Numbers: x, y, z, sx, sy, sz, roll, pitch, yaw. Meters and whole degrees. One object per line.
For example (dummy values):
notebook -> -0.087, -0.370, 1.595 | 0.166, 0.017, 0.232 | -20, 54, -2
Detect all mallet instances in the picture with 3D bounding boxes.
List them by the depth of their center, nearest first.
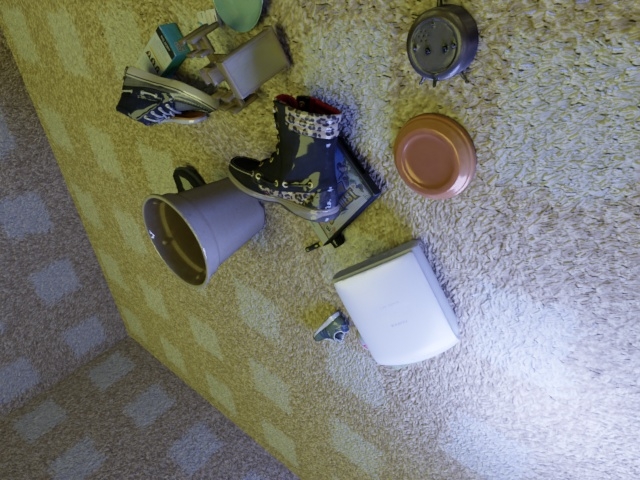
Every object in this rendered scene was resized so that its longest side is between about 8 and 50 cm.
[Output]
mallet -> 0.000, 0.000, 1.368 | 0.189, 0.039, 0.063 | -13, 106, 54

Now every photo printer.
photo printer -> 0.207, 0.183, 1.167 | 0.255, 0.107, 0.308 | -24, 100, 23

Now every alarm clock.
alarm clock -> 0.224, -0.391, 0.828 | 0.129, 0.064, 0.192 | 14, 123, 39

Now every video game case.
video game case -> 0.015, -0.152, 1.204 | 0.248, 0.035, 0.275 | 57, 141, 11

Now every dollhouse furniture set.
dollhouse furniture set -> -0.219, -0.469, 1.161 | 0.242, 0.161, 0.212 | 31, 157, 50

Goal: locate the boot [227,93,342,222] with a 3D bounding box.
boot -> -0.097, -0.235, 1.150 | 0.377, 0.138, 0.285 | 29, 130, 31

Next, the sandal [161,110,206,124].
sandal -> -0.492, -0.448, 1.496 | 0.265, 0.102, 0.076 | 12, 125, 30

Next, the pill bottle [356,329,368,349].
pill bottle -> 0.180, 0.269, 1.336 | 0.087, 0.087, 0.160 | 48, 142, 8

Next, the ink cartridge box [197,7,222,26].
ink cartridge box -> -0.303, -0.617, 1.224 | 0.083, 0.028, 0.048 | 15, 128, 39

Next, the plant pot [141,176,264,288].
plant pot -> -0.369, -0.062, 1.479 | 0.333, 0.305, 0.334 | 26, 134, 30

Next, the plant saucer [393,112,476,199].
plant saucer -> 0.244, -0.180, 0.980 | 0.199, 0.037, 0.200 | 25, 133, 31

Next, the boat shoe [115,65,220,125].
boat shoe -> -0.488, -0.424, 1.395 | 0.340, 0.127, 0.158 | 22, 93, 16

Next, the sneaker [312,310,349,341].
sneaker -> 0.039, 0.326, 1.539 | 0.086, 0.064, 0.192 | 49, 138, 15

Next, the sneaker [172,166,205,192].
sneaker -> -0.495, -0.116, 1.702 | 0.125, 0.139, 0.341 | -3, 114, 49

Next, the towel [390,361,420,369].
towel -> 0.242, 0.352, 1.354 | 0.110, 0.027, 0.148 | 38, 139, -12

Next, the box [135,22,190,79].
box -> -0.518, -0.595, 1.434 | 0.244, 0.060, 0.101 | -15, 107, 50

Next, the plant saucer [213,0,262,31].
plant saucer -> -0.202, -0.631, 1.103 | 0.194, 0.037, 0.195 | 26, 134, 30
